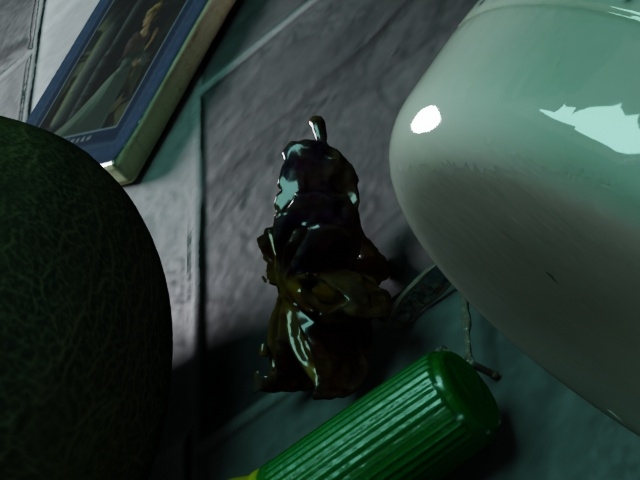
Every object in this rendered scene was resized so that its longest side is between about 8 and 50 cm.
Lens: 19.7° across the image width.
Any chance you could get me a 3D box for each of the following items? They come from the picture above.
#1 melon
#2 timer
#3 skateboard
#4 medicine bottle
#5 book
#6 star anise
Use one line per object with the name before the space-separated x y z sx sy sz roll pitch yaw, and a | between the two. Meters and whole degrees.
melon | -0.195 0.059 0.962 0.237 0.237 0.302 -35 27 25
timer | 0.123 0.021 0.573 0.240 0.233 0.233 -54 29 -13
skateboard | 0.055 0.040 0.854 0.064 0.032 0.083 -46 25 28
medicine bottle | -0.032 0.136 0.821 0.260 0.064 0.095 -39 32 21
book | -0.128 -0.148 1.332 0.191 0.025 0.269 -4 52 53
star anise | 0.000 0.000 0.925 0.097 0.070 0.191 107 158 -48
